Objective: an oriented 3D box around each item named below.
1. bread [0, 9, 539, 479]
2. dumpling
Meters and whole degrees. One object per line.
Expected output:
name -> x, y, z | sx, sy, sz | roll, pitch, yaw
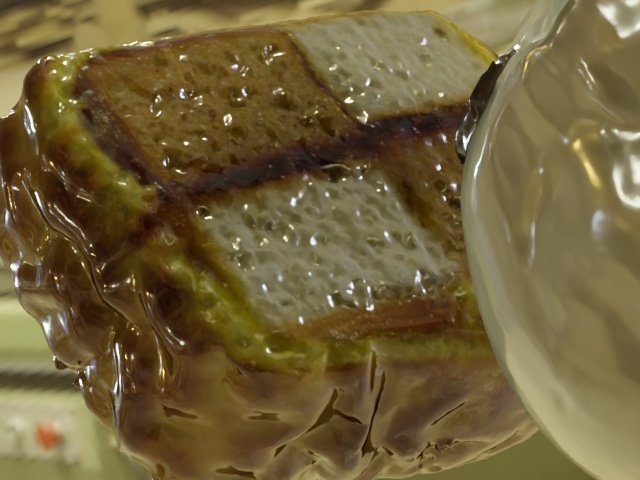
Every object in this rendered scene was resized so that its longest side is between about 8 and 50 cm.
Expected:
bread -> 0.000, 0.000, 0.717 | 0.222, 0.181, 0.096 | -12, -33, -37
dumpling -> 0.154, -0.004, 0.480 | 0.227, 0.175, 0.243 | 12, 12, 20
